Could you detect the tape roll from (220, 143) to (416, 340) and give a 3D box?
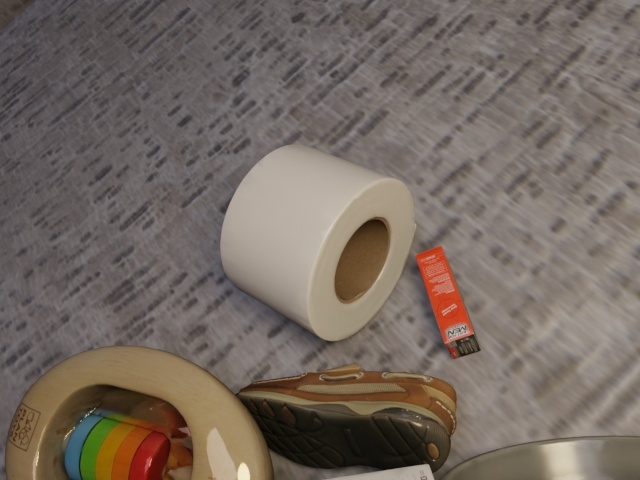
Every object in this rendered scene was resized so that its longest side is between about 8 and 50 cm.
[{"bbox_3d":[0.000,0.000,0.900,0.169,0.246,0.246,25,75,32],"label":"tape roll"}]

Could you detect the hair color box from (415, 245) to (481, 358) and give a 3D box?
[{"bbox_3d":[0.179,0.087,0.876,0.043,0.072,0.141,-22,55,11],"label":"hair color box"}]

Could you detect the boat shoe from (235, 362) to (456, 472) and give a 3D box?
[{"bbox_3d":[0.035,0.231,0.845,0.324,0.122,0.120,-2,29,33],"label":"boat shoe"}]

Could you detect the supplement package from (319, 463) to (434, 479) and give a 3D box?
[{"bbox_3d":[0.013,0.348,0.650,0.244,0.138,0.134,-8,22,-2],"label":"supplement package"}]

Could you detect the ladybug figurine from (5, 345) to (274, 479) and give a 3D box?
[{"bbox_3d":[-0.252,0.308,0.874,0.450,0.162,0.304,10,76,28],"label":"ladybug figurine"}]

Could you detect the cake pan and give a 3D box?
[{"bbox_3d":[0.270,0.259,0.627,0.294,0.293,0.054,-10,83,19],"label":"cake pan"}]
